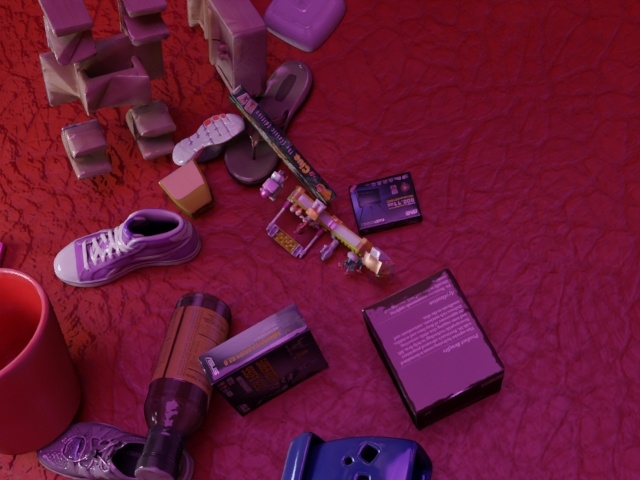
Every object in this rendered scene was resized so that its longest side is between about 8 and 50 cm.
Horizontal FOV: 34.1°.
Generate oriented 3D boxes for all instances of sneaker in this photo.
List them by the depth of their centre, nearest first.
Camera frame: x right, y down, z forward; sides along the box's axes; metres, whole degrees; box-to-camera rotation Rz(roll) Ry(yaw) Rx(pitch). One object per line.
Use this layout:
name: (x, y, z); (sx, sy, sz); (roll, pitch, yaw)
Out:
sneaker: (-0.364, 0.364, 1.809); (0.281, 0.115, 0.105); (4, 72, 9)
sneaker: (-0.373, 0.000, 1.916); (0.282, 0.161, 0.102); (-16, 71, 3)
sneaker: (-0.206, -0.188, 1.993); (0.158, 0.065, 0.061); (-26, 65, 17)

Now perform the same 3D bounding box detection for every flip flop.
flip flop: (-0.101, -0.236, 2.004); (0.112, 0.080, 0.277); (26, 77, 15)

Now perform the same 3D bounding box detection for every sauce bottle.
sauce bottle: (-0.239, 0.252, 1.783); (0.111, 0.111, 0.344); (7, 51, 10)

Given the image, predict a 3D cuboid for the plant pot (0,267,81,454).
plant pot: (-0.547, 0.222, 1.788); (0.275, 0.243, 0.275); (-9, 47, 10)

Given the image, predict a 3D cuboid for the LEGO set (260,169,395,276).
LEGO set: (0.000, 0.000, 1.893); (0.287, 0.132, 0.107); (40, 88, 11)

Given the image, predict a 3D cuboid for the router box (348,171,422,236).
router box: (0.120, -0.068, 1.940); (0.122, 0.038, 0.092); (-14, 70, 2)

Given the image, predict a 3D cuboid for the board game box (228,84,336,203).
board game box: (-0.071, -0.172, 1.897); (0.030, 0.136, 0.260); (-41, 97, 0)

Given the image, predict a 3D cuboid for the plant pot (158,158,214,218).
plant pot: (-0.245, -0.090, 1.975); (0.081, 0.081, 0.083); (-34, 81, -5)

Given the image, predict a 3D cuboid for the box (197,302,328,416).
box: (-0.091, 0.207, 1.770); (0.183, 0.231, 0.056); (-29, 67, -4)

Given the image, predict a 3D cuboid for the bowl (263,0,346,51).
bowl: (-0.033, -0.464, 2.091); (0.142, 0.053, 0.142); (33, 76, 16)

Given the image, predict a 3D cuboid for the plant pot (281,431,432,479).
plant pot: (0.048, 0.433, 1.679); (0.212, 0.236, 0.236); (8, 73, 16)

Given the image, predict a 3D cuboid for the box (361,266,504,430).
box: (0.190, 0.186, 1.775); (0.168, 0.167, 0.203); (-25, 70, -3)

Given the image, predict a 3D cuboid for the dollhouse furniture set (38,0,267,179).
dollhouse furniture set: (-0.329, -0.369, 1.945); (0.394, 0.362, 0.256); (-18, 54, -17)

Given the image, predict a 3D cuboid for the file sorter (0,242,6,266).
file sorter: (-0.741, 0.104, 1.913); (0.202, 0.182, 0.291); (7, 72, 9)
